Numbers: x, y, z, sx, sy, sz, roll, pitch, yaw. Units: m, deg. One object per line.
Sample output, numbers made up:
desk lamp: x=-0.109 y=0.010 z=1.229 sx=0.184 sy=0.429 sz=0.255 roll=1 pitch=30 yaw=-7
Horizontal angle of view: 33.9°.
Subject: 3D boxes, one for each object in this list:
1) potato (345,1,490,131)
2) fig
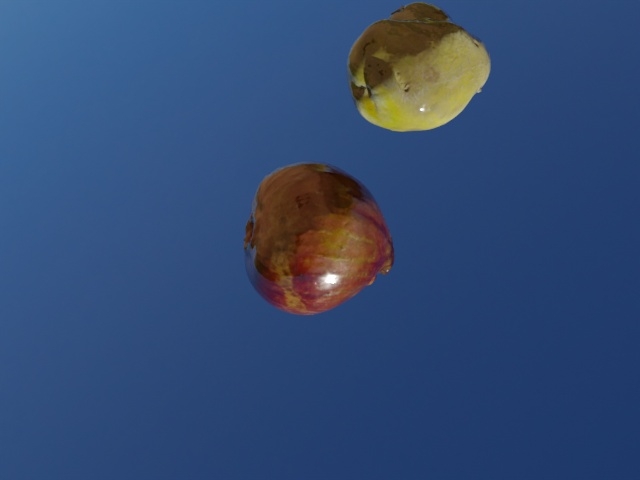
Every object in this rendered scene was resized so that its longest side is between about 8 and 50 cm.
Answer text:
potato: x=0.127 y=-0.225 z=1.369 sx=0.155 sy=0.137 sz=0.200 roll=31 pitch=-133 yaw=31
fig: x=0.000 y=-0.001 z=1.303 sx=0.205 sy=0.205 sz=0.205 roll=-27 pitch=-144 yaw=21
